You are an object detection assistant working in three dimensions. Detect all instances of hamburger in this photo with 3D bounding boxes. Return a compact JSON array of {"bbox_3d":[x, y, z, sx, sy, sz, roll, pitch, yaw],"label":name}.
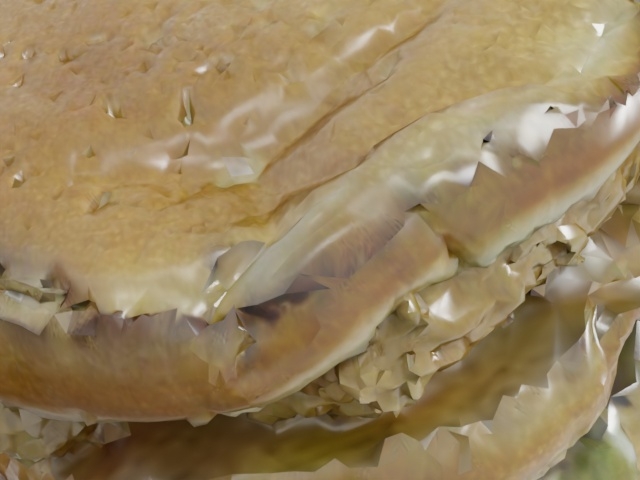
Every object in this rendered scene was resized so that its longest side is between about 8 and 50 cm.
[{"bbox_3d":[0.005,-0.007,0.528,0.245,0.260,0.211,-5,-50,18],"label":"hamburger"}]
